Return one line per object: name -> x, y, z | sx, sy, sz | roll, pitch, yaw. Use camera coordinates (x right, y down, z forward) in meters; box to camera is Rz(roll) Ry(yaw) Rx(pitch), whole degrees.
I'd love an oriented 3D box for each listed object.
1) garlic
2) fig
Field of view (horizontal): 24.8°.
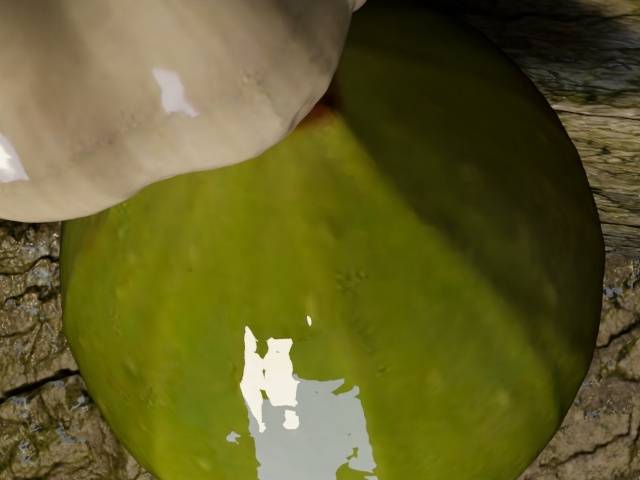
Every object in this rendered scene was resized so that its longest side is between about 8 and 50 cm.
garlic -> -0.073, -0.075, 0.463 | 0.229, 0.143, 0.178 | -19, 155, 14
fig -> 0.000, 0.000, 0.754 | 0.316, 0.316, 0.316 | 10, 176, 1
